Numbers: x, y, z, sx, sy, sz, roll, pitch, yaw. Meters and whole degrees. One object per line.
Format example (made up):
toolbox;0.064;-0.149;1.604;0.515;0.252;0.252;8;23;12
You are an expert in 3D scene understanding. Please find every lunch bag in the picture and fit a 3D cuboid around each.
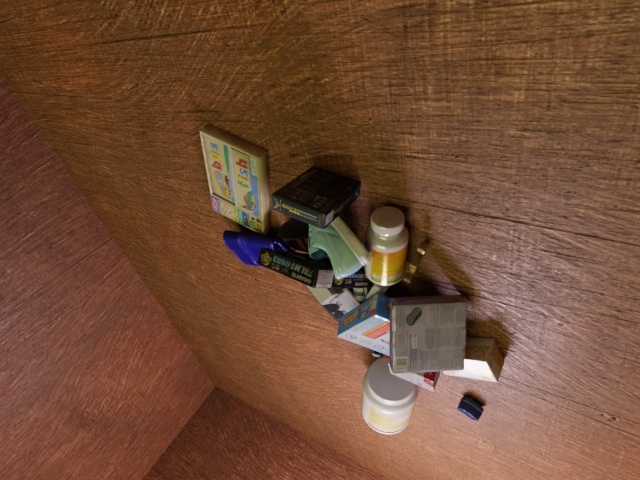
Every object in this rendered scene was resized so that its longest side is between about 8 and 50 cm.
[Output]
lunch bag;0.624;0.696;1.772;0.098;0.065;0.067;36;160;3

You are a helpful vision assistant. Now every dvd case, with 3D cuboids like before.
dvd case;0.103;0.279;1.811;0.179;0.030;0.238;47;143;-11

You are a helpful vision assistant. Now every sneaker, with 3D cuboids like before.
sneaker;0.000;0.000;1.558;0.318;0.112;0.131;12;153;36
sneaker;0.002;-0.026;1.358;0.366;0.150;0.135;51;177;39

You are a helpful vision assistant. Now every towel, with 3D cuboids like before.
towel;-0.257;0.054;1.803;0.308;0.076;0.228;6;150;38

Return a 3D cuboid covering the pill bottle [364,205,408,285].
pill bottle;0.208;0.017;1.343;0.136;0.136;0.246;21;140;24

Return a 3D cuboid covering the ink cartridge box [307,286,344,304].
ink cartridge box;0.027;0.187;1.681;0.060;0.180;0.104;-44;74;15

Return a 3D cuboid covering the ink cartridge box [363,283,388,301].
ink cartridge box;0.214;0.176;1.550;0.052;0.088;0.122;32;144;10

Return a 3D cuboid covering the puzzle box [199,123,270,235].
puzzle box;-0.320;-0.219;1.628;0.272;0.052;0.409;27;143;18

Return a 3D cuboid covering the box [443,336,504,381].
box;0.530;0.418;1.519;0.203;0.103;0.114;-6;125;45

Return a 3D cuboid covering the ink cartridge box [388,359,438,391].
ink cartridge box;0.355;0.487;1.607;0.175;0.072;0.127;18;152;25

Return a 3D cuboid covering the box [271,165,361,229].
box;-0.009;-0.136;1.287;0.183;0.232;0.059;22;129;21

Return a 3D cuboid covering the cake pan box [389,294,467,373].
cake pan box;0.354;0.317;1.410;0.245;0.070;0.267;-3;105;0

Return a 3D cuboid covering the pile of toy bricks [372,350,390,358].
pile of toy bricks;0.217;0.425;1.793;0.212;0.118;0.105;26;152;0

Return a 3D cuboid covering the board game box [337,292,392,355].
board game box;0.264;0.333;1.592;0.301;0.086;0.308;24;147;-14

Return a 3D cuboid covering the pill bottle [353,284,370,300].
pill bottle;0.154;0.168;1.613;0.067;0.067;0.120;15;138;30

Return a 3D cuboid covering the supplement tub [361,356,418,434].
supplement tub;0.305;0.690;1.896;0.241;0.241;0.331;22;141;22

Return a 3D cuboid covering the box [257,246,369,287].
box;-0.020;0.099;1.503;0.295;0.074;0.293;17;-176;41

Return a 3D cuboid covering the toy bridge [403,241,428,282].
toy bridge;0.310;0.065;1.368;0.026;0.063;0.188;28;144;15
